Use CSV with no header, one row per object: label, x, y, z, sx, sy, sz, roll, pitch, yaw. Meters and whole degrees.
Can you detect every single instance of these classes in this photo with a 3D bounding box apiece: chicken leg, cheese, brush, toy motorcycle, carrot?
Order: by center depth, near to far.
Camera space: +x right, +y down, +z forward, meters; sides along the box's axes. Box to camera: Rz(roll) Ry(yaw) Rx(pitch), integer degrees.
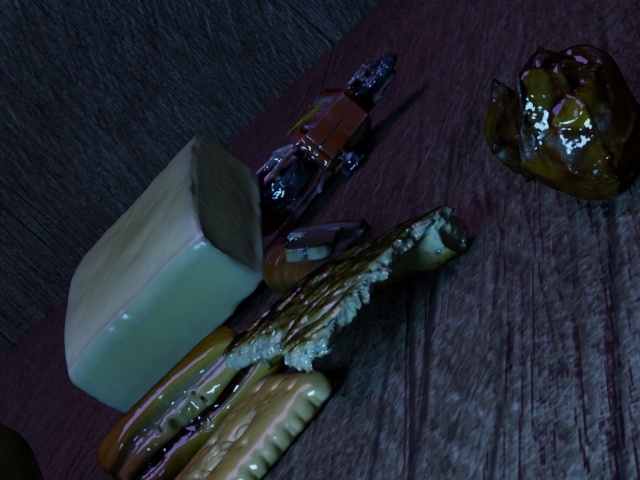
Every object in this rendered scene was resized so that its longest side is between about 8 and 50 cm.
chicken leg,0.173,-0.092,1.215,0.093,0.113,0.304,-23,7,-2
brush,0.000,0.000,1.539,0.085,0.020,0.336,-7,3,6
carrot,-0.005,0.033,1.593,0.057,0.057,0.224,-47,13,-10
cheese,-0.191,0.039,1.948,0.265,0.124,0.242,-44,23,23
toy motorcycle,0.001,-0.124,2.087,0.298,0.089,0.171,-51,10,-26

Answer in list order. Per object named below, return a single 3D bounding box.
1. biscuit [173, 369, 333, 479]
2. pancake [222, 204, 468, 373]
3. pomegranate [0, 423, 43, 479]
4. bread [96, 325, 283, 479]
biscuit,-0.094,0.201,1.314,0.250,0.030,0.160,-48,10,-17
pancake,0.010,0.066,1.320,0.266,0.057,0.244,-38,10,21
pomegranate,-0.388,0.292,1.825,0.180,0.180,0.209,-45,-18,2
bread,-0.123,0.157,1.513,0.200,0.077,0.116,-45,2,-4
